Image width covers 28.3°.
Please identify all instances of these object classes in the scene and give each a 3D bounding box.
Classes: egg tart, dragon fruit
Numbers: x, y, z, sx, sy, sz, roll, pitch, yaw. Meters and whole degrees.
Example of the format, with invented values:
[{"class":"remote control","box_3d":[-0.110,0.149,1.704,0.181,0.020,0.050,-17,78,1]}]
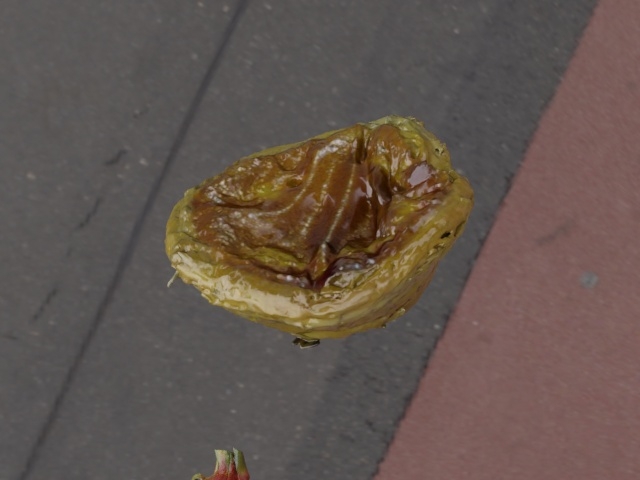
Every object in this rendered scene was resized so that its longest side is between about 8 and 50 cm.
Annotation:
[{"class":"egg tart","box_3d":[0.000,0.000,1.346,0.340,0.153,0.351,-21,30,-14]},{"class":"dragon fruit","box_3d":[-0.095,0.272,1.291,0.081,0.086,0.116,137,150,-66]}]
